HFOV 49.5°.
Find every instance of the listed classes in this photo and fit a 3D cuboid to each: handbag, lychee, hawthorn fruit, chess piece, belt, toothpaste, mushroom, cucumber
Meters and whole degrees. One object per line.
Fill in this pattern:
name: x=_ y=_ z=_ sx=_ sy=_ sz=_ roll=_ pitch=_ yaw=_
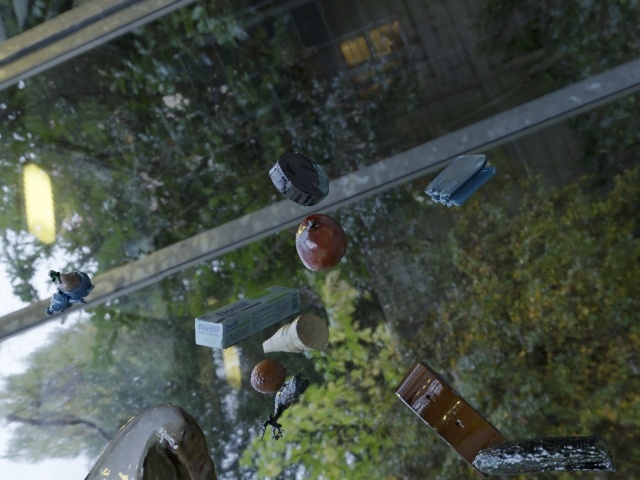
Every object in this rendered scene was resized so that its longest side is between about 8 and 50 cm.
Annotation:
handbag: x=0.396 y=-0.167 z=1.991 sx=0.062 sy=0.179 sz=0.229 roll=48 pitch=177 yaw=-11
lychee: x=-0.152 y=0.405 z=2.081 sx=0.101 sy=0.114 sz=0.140 roll=33 pitch=-149 yaw=7
hawthorn fruit: x=0.000 y=0.000 z=2.096 sx=0.188 sy=0.169 sz=0.169 roll=73 pitch=180 yaw=-62
chess piece: x=-0.099 y=0.356 z=2.499 sx=0.137 sy=0.301 sz=0.137 roll=12 pitch=-115 yaw=-29
belt: x=-0.063 y=-0.195 z=2.224 sx=0.198 sy=0.078 sz=0.151 roll=35 pitch=-134 yaw=-10
belt: x=0.339 y=0.452 z=1.799 sx=0.339 sy=0.122 sz=0.217 roll=40 pitch=177 yaw=35
toothpaste: x=-0.165 y=0.179 z=1.673 sx=0.336 sy=0.081 sz=0.067 roll=-18 pitch=-70 yaw=-59
mushroom: x=-0.353 y=0.615 z=1.611 sx=0.397 sy=0.224 sz=0.313 roll=66 pitch=-146 yaw=-36
cucumber: x=0.388 y=0.381 z=1.230 sx=0.067 sy=0.245 sz=0.067 roll=-10 pitch=-90 yaw=-69

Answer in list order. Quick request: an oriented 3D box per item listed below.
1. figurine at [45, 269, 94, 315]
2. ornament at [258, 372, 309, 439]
figurine: x=-0.864 y=0.169 z=2.334 sx=0.144 sy=0.178 sz=0.114 roll=48 pitch=172 yaw=-37
ornament: x=-0.132 y=0.600 z=2.447 sx=0.080 sy=0.202 sz=0.236 roll=38 pitch=-143 yaw=-5
